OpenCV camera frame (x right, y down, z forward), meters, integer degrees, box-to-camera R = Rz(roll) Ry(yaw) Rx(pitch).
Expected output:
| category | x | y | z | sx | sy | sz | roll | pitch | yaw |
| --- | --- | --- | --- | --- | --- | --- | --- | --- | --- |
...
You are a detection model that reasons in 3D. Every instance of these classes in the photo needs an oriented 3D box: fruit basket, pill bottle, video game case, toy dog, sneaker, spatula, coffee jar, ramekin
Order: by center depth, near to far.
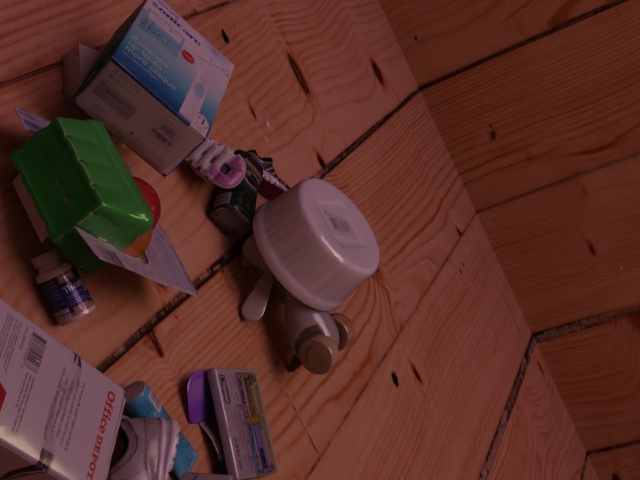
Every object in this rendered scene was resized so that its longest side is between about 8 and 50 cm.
| category | x | y | z | sx | sy | sz | roll | pitch | yaw |
| --- | --- | --- | --- | --- | --- | --- | --- | --- | --- |
| sneaker | -0.310 | 0.415 | 1.610 | 0.115 | 0.105 | 0.281 | 16 | 55 | -16 |
| pill bottle | -0.422 | 0.073 | 1.630 | 0.120 | 0.067 | 0.067 | 64 | 28 | -10 |
| fruit basket | -0.364 | -0.052 | 1.713 | 0.327 | 0.165 | 0.353 | 58 | 5 | 21 |
| spatula | -0.195 | 0.389 | 1.862 | 0.084 | 0.030 | 0.297 | -6 | 77 | -60 |
| video game case | -0.150 | 0.354 | 1.938 | 0.193 | 0.023 | 0.212 | 21 | 53 | -68 |
| sneaker | -0.264 | -0.193 | 2.075 | 0.236 | 0.104 | 0.095 | 44 | 75 | -9 |
| ramekin | 0.000 | 0.000 | 2.128 | 0.277 | 0.135 | 0.277 | 38 | 30 | -27 |
| toy dog | -0.072 | 0.155 | 2.157 | 0.220 | 0.161 | 0.334 | 5 | 53 | -56 |
| coffee jar | -0.180 | -0.106 | 2.164 | 0.096 | 0.079 | 0.184 | 47 | 36 | -35 |
| sneaker | -0.123 | -0.153 | 2.311 | 0.170 | 0.063 | 0.075 | 36 | 49 | -39 |

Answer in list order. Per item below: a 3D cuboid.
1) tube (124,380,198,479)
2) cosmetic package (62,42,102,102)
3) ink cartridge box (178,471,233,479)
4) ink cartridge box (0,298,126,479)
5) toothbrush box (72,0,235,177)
| category | x | y | z | sx | sy | sz | roll | pitch | yaw |
| --- | --- | --- | --- | --- | --- | --- | --- | --- | --- |
| tube | -0.275 | 0.335 | 1.745 | 0.207 | 0.052 | 0.080 | 61 | 34 | -27 |
| cosmetic package | -0.379 | -0.287 | 1.919 | 0.239 | 0.060 | 0.099 | 17 | 59 | -45 |
| ink cartridge box | -0.195 | 0.498 | 1.616 | 0.153 | 0.086 | 0.208 | -49 | 140 | -81 |
| ink cartridge box | -0.429 | 0.246 | 1.453 | 0.273 | 0.114 | 0.197 | 46 | 35 | -36 |
| toothbrush box | -0.296 | -0.291 | 1.831 | 0.216 | 0.126 | 0.295 | 41 | 29 | -20 |
